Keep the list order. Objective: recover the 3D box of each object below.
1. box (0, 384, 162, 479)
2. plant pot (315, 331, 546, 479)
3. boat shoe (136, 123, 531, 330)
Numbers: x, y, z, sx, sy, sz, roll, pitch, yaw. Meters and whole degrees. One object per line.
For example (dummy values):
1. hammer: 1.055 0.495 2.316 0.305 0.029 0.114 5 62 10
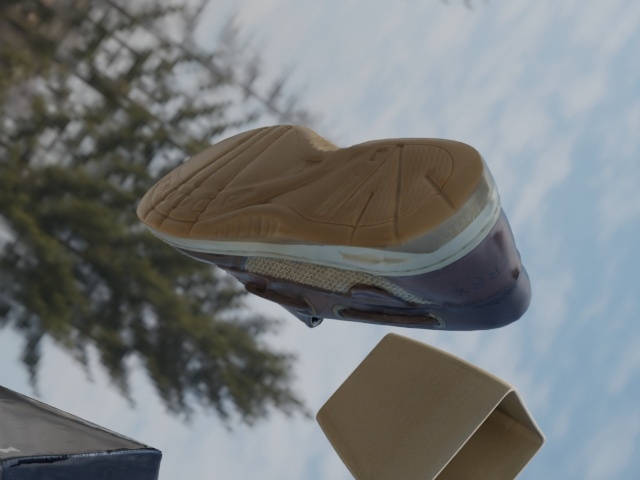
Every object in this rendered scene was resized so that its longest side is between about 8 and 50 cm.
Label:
1. box: -0.162 0.157 0.782 0.156 0.093 0.158 13 -82 46
2. plant pot: 0.062 0.122 1.051 0.109 0.096 0.109 -48 151 -7
3. boat shoe: 0.000 0.000 0.887 0.103 0.092 0.285 -43 -154 -26
